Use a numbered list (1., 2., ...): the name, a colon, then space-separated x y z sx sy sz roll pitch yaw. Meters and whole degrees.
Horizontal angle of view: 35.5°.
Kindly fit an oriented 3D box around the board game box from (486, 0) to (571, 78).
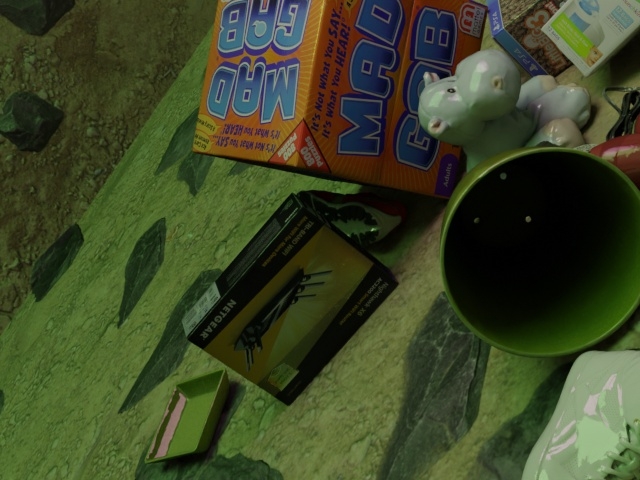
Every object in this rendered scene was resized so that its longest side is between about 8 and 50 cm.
1. board game box: 0.450 -0.460 1.773 0.291 0.141 0.232 -36 30 29

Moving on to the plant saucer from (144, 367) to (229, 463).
1. plant saucer: -0.257 0.361 2.008 0.188 0.045 0.188 -23 38 45

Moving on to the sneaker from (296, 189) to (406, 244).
1. sneaker: 0.059 -0.049 1.943 0.118 0.107 0.279 -22 23 -33

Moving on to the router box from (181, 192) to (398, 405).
1. router box: -0.054 0.108 1.769 0.309 0.243 0.081 -49 26 8

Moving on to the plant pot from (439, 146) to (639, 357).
1. plant pot: 0.284 -0.015 1.398 0.275 0.275 0.293 -48 10 10

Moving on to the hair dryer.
1. hair dryer: 0.456 -0.156 1.421 0.223 0.080 0.293 -40 35 -10

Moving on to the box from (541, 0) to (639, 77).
1. box: 0.469 -0.375 1.579 0.103 0.114 0.203 -35 -8 -45

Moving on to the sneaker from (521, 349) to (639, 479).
1. sneaker: 0.333 0.242 1.118 0.169 0.108 0.293 -18 40 54

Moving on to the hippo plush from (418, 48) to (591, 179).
1. hippo plush: 0.268 -0.208 1.643 0.294 0.236 0.234 -36 31 31

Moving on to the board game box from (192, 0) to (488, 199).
1. board game box: 0.030 -0.292 1.830 0.356 0.356 0.357 13 93 53
